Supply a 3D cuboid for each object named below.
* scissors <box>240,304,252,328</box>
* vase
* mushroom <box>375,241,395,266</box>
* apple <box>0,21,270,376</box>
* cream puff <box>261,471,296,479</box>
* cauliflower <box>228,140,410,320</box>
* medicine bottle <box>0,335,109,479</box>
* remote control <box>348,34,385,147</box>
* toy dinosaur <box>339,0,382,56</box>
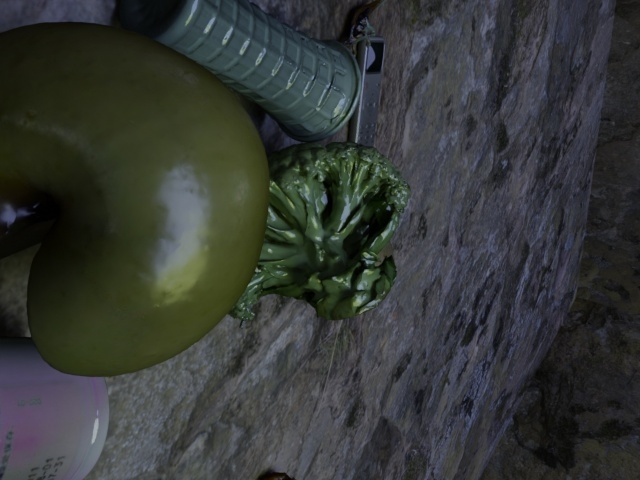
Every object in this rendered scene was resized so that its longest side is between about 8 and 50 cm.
[{"bbox_3d":[-0.106,0.096,1.026,0.036,0.006,0.083,26,83,-61],"label":"scissors"},{"bbox_3d":[-0.083,-0.223,0.783,0.299,0.143,0.143,16,91,-57],"label":"vase"},{"bbox_3d":[0.054,0.033,1.142,0.166,0.127,0.166,29,57,-58],"label":"mushroom"},{"bbox_3d":[-0.183,-0.034,0.573,0.254,0.292,0.292,-44,144,-71],"label":"apple"},{"bbox_3d":[-0.066,0.469,1.191,0.094,0.122,0.116,-49,-178,-22],"label":"cream puff"},{"bbox_3d":[0.000,0.000,0.907,0.272,0.250,0.275,-10,146,-54],"label":"cauliflower"},{"bbox_3d":[-0.325,0.155,0.566,0.254,0.152,0.152,17,90,-59],"label":"medicine bottle"},{"bbox_3d":[0.078,-0.213,1.142,0.067,0.029,0.261,-22,123,-53],"label":"remote control"},{"bbox_3d":[0.067,-0.335,1.057,0.180,0.037,0.058,-59,151,-21],"label":"toy dinosaur"}]
